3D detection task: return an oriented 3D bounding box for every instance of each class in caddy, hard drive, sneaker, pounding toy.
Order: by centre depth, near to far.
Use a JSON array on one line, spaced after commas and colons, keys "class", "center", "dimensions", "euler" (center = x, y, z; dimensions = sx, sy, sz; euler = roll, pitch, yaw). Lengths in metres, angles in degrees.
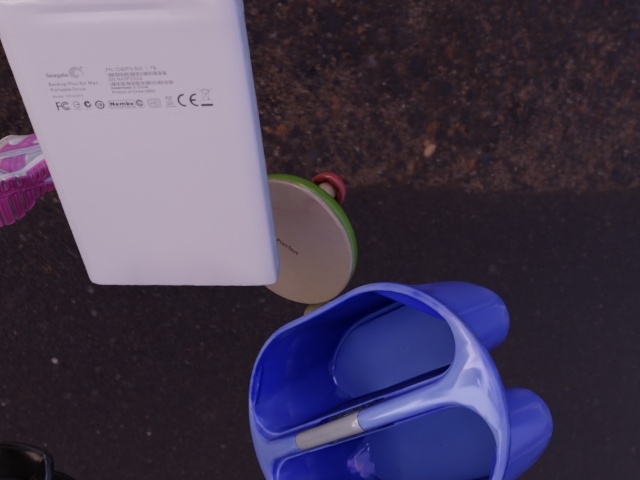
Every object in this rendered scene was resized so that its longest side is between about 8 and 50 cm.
[{"class": "hard drive", "center": [-0.154, -0.082, 0.663], "dimensions": [0.203, 0.040, 0.308], "euler": [0, 130, 6]}, {"class": "caddy", "center": [0.061, 0.177, 0.739], "dimensions": [0.179, 0.341, 0.241], "euler": [-7, 71, -47]}, {"class": "pounding toy", "center": [0.000, 0.000, 0.949], "dimensions": [0.237, 0.183, 0.110], "euler": [54, 43, -9]}, {"class": "sneaker", "center": [-0.533, -0.114, 1.234], "dimensions": [0.252, 0.111, 0.103], "euler": [-41, 156, -43]}]

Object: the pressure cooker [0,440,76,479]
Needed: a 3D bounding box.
[{"class": "pressure cooker", "center": [-0.417, 0.451, 0.767], "dimensions": [0.370, 0.375, 0.420], "euler": [-41, 157, 9]}]
